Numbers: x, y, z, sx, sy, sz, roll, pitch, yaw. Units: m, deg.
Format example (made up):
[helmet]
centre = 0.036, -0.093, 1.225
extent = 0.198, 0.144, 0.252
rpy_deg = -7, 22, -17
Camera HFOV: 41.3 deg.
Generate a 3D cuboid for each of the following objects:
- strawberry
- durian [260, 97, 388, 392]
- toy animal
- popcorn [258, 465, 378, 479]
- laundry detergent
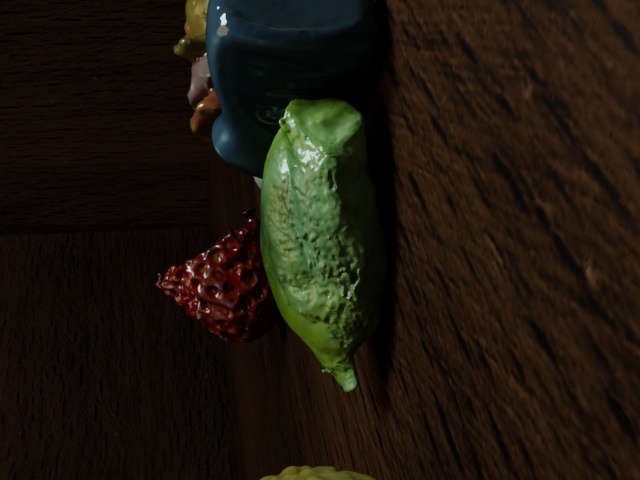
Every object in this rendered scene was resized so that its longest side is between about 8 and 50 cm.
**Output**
[strawberry]
centre = -0.129, 0.072, 1.387
extent = 0.178, 0.234, 0.234
rpy_deg = 57, 166, 4
[durian]
centre = 0.000, 0.000, 0.747
extent = 0.139, 0.101, 0.250
rpy_deg = -120, 30, -67
[toy animal]
centre = -0.107, -0.261, 1.122
extent = 0.169, 0.195, 0.281
rpy_deg = -36, 50, 28
[popcorn]
centre = 0.004, 0.263, 0.571
extent = 0.250, 0.190, 0.250
rpy_deg = -176, 90, -79
[laundry detergent]
centre = -0.032, -0.125, 0.797
extent = 0.290, 0.143, 0.094
rpy_deg = 99, 162, -61
